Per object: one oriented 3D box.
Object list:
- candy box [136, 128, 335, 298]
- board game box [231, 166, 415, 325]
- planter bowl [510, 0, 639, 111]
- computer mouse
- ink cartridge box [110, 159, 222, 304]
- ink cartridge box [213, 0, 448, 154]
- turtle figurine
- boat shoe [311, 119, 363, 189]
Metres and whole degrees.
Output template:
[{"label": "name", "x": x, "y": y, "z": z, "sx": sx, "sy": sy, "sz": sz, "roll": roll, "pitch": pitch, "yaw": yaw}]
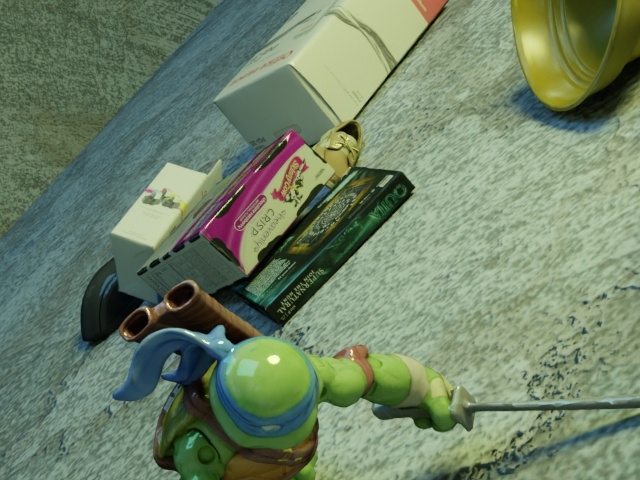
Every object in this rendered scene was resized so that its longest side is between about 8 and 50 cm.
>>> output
[{"label": "candy box", "x": -0.098, "y": -0.016, "z": 1.202, "sx": 0.159, "sy": 0.071, "sz": 0.233, "roll": -51, "pitch": 12, "yaw": -25}, {"label": "board game box", "x": 0.000, "y": 0.000, "z": 1.081, "sx": 0.186, "sy": 0.026, "sz": 0.126, "roll": -45, "pitch": 18, "yaw": -9}, {"label": "planter bowl", "x": 0.240, "y": -0.217, "z": 0.914, "sx": 0.090, "sy": 0.217, "sz": 0.217, "roll": -2, "pitch": 14, "yaw": -12}, {"label": "computer mouse", "x": -0.262, "y": 0.028, "z": 1.500, "sx": 0.262, "sy": 0.060, "sz": 0.184, "roll": -50, "pitch": 20, "yaw": -24}, {"label": "ink cartridge box", "x": -0.189, "y": -0.021, "z": 1.377, "sx": 0.104, "sy": 0.061, "sz": 0.181, "roll": 94, "pitch": -160, "yaw": -44}, {"label": "ink cartridge box", "x": 0.015, "y": -0.257, "z": 1.494, "sx": 0.207, "sy": 0.117, "sz": 0.283, "roll": -14, "pitch": 32, "yaw": 55}, {"label": "turtle figurine", "x": -0.003, "y": 0.156, "z": 0.614, "sx": 0.266, "sy": 0.274, "sz": 0.198, "roll": 131, "pitch": 156, "yaw": -67}, {"label": "boat shoe", "x": 0.021, "y": -0.102, "z": 1.236, "sx": 0.045, "sy": 0.050, "sz": 0.135, "roll": -40, "pitch": 17, "yaw": 24}]
